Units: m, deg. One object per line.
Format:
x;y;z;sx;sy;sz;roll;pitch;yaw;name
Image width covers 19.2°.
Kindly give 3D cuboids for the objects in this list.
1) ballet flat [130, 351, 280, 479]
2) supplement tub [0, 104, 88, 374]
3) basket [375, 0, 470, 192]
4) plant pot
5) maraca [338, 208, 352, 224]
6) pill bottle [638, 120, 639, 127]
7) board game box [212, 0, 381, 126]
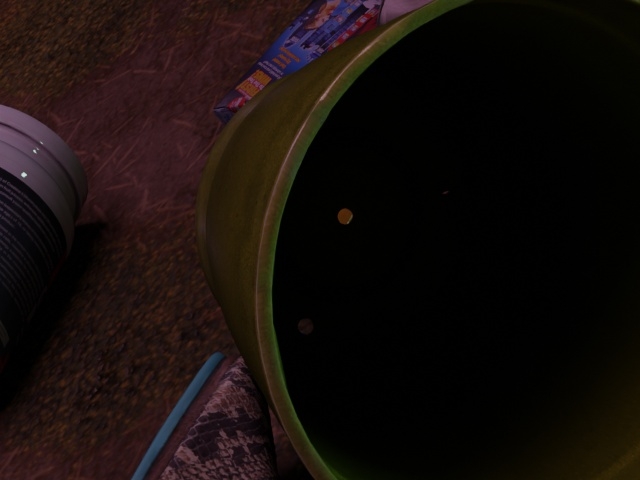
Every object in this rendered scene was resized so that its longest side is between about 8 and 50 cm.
-0.127;0.271;1.261;0.483;0.182;0.164;-46;-16;-43;ballet flat
-0.355;0.018;1.834;0.191;0.191;0.272;-11;40;38;supplement tub
0.178;-0.127;1.498;0.227;0.204;0.154;8;24;39;basket
0.076;0.003;1.299;0.366;0.366;0.353;-44;19;-10;plant pot
0.000;0.000;1.585;0.186;0.099;0.127;-45;16;47;maraca
0.323;-0.173;1.336;0.264;0.146;0.146;-17;26;-18;pill bottle
0.001;-0.154;1.817;0.194;0.060;0.194;-42;31;-3;board game box
